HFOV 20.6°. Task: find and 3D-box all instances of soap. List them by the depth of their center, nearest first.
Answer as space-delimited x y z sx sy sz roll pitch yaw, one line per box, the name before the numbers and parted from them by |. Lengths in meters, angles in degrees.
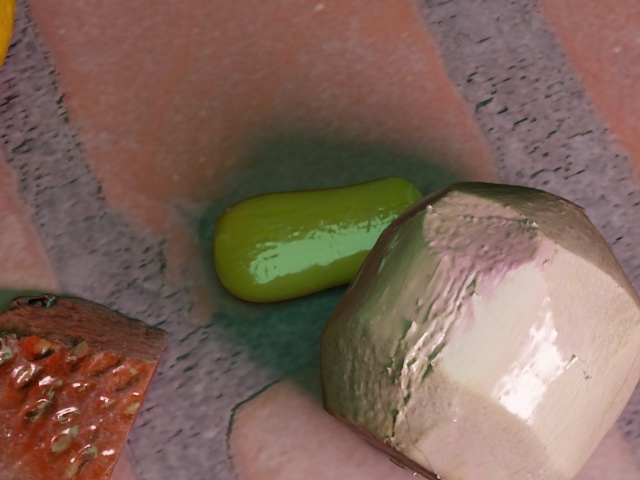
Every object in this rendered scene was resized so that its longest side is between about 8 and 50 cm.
soap | 0.000 0.000 1.374 0.168 0.033 0.089 -7 75 -3

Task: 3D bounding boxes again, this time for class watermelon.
watermelon | -0.217 0.137 1.301 0.193 0.140 0.256 37 69 2

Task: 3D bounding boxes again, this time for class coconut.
coconut | 0.124 0.065 1.258 0.227 0.227 0.230 32 83 9

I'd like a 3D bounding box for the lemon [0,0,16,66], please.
lemon | -0.363 -0.176 1.303 0.293 0.293 0.293 0 73 0
